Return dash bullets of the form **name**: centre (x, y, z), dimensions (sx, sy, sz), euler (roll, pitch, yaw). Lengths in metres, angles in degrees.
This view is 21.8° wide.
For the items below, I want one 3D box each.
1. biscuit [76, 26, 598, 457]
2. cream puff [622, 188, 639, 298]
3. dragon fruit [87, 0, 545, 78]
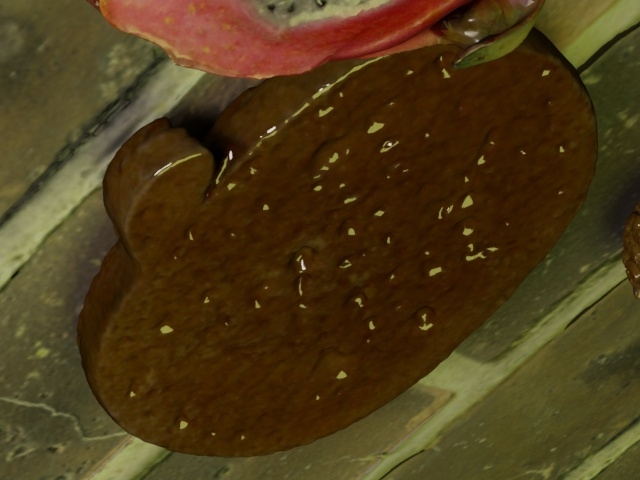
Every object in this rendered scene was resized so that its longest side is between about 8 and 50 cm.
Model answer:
- **biscuit**: centre (-0.004, -0.007, 1.095), dimensions (0.394, 0.070, 0.350), euler (-43, 139, 20)
- **cream puff**: centre (0.288, 0.010, 1.244), dimensions (0.103, 0.144, 0.126), euler (-12, 110, -38)
- **dragon fruit**: centre (-0.003, -0.194, 0.757), dimensions (0.290, 0.189, 0.291), euler (-18, 144, -13)
